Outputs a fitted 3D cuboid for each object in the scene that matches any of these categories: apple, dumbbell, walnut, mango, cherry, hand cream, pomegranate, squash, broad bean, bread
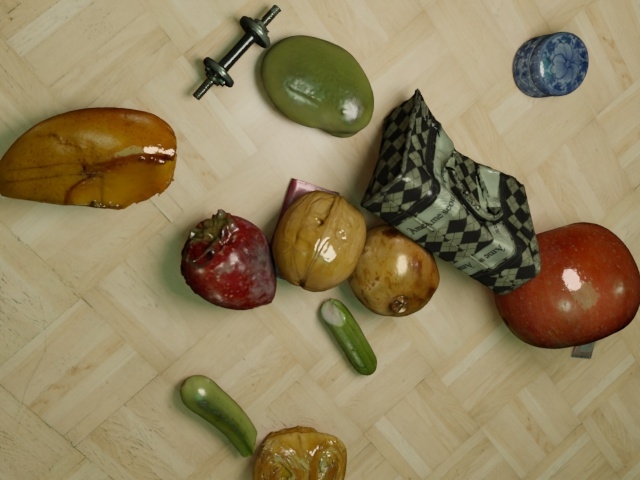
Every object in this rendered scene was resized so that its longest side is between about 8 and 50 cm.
[{"bbox_3d":[0.594,0.107,1.406,0.348,0.348,0.277,-17,85,-13],"label":"apple"},{"bbox_3d":[-0.172,-0.387,1.187,0.081,0.081,0.254,42,88,-21],"label":"dumbbell"},{"bbox_3d":[0.000,0.000,1.241,0.193,0.193,0.226,42,64,-21],"label":"walnut"},{"bbox_3d":[-0.446,-0.146,1.118,0.349,0.201,0.199,-8,68,-7],"label":"mango"},{"bbox_3d":[-0.184,0.060,1.235,0.175,0.192,0.250,-25,126,29],"label":"cherry"},{"bbox_3d":[0.773,0.240,1.642,0.067,0.043,0.210,8,105,-16],"label":"hand cream"},{"bbox_3d":[0.170,0.073,1.322,0.215,0.215,0.216,-4,103,-16],"label":"pomegranate"},{"bbox_3d":[0.072,0.236,1.410,0.069,0.069,0.239,-33,110,-7],"label":"squash"},{"bbox_3d":[0.001,-0.330,1.233,0.263,0.121,0.189,28,89,-19],"label":"broad bean"},{"bbox_3d":[-0.053,0.563,1.420,0.235,0.120,0.199,3,100,-17],"label":"bread"},{"bbox_3d":[-0.233,0.406,1.355,0.083,0.083,0.250,-40,114,-5],"label":"squash"}]

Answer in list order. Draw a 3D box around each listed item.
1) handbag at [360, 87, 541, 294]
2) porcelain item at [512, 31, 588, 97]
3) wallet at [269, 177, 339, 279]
[{"bbox_3d":[0.306,-0.109,1.302,0.416,0.180,0.317,32,49,-19],"label":"handbag"},{"bbox_3d":[0.552,-0.418,1.382,0.147,0.114,0.147,-4,103,-17],"label":"porcelain item"},{"bbox_3d":[-0.048,-0.019,1.339,0.119,0.025,0.233,17,96,-19],"label":"wallet"}]
